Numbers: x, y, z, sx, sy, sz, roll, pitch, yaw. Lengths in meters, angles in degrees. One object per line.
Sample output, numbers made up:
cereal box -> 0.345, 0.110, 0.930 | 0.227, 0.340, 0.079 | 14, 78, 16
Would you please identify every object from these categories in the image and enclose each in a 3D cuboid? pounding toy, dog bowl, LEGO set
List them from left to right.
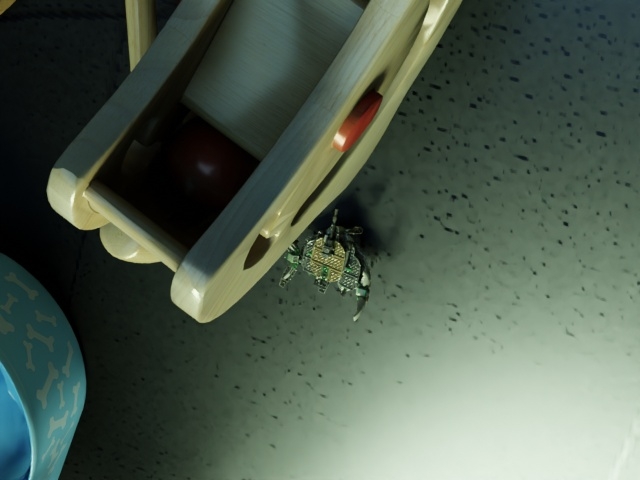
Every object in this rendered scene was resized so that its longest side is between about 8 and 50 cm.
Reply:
dog bowl -> -0.230, 0.122, 0.901 | 0.166, 0.074, 0.297 | 33, 128, 12
pounding toy -> -0.052, -0.077, 0.617 | 0.155, 0.154, 0.269 | 37, 124, 9
LEGO set -> 0.001, -0.002, 0.725 | 0.054, 0.023, 0.083 | -13, 95, 34

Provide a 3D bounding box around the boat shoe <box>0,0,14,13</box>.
boat shoe -> -0.181, -0.210, 0.673 | 0.342, 0.123, 0.123 | 123, 136, -52
